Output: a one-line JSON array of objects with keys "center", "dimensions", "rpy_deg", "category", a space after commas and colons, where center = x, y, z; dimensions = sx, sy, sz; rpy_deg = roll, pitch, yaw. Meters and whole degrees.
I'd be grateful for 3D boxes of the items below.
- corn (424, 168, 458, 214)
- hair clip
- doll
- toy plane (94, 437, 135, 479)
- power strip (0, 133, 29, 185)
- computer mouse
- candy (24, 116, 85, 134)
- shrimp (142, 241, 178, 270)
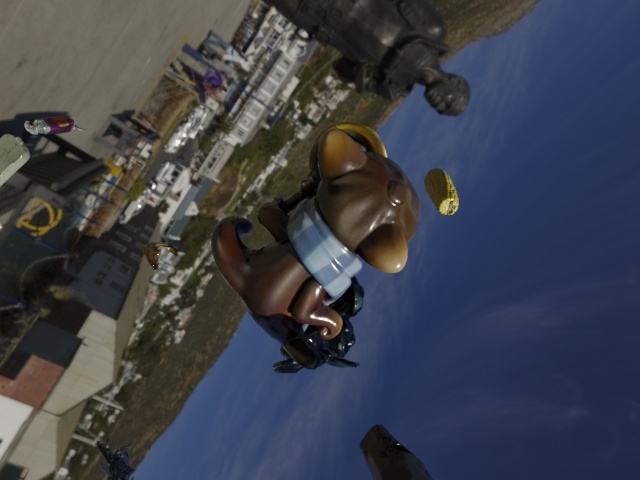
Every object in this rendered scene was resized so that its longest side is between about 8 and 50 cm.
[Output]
[{"center": [0.304, -0.127, 1.172], "dimensions": [0.067, 0.067, 0.206], "rpy_deg": [-48, -163, 25], "category": "corn"}, {"center": [-0.009, 0.190, 1.036], "dimensions": [0.310, 0.194, 0.206], "rpy_deg": [126, -34, -65], "category": "hair clip"}, {"center": [0.002, 0.000, 0.721], "dimensions": [0.340, 0.209, 0.318], "rpy_deg": [-41, -111, 28], "category": "doll"}, {"center": [-0.489, 0.536, 1.126], "dimensions": [0.082, 0.160, 0.234], "rpy_deg": [-31, -173, -5], "category": "toy plane"}, {"center": [-0.793, -0.162, 1.114], "dimensions": [0.227, 0.080, 0.029], "rpy_deg": [-43, 169, 0], "category": "power strip"}, {"center": [0.117, 0.330, 0.588], "dimensions": [0.073, 0.217, 0.122], "rpy_deg": [-27, -151, -10], "category": "computer mouse"}, {"center": [-0.663, -0.288, 1.165], "dimensions": [0.043, 0.045, 0.175], "rpy_deg": [-42, -178, 23], "category": "candy"}, {"center": [-0.410, 0.040, 1.194], "dimensions": [0.127, 0.091, 0.025], "rpy_deg": [60, -42, 50], "category": "shrimp"}]
